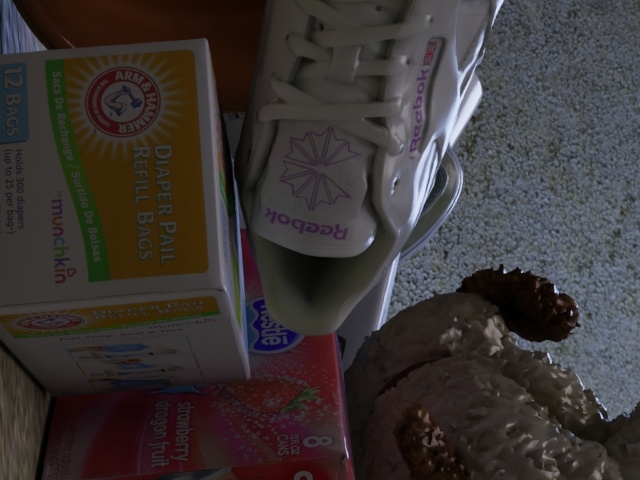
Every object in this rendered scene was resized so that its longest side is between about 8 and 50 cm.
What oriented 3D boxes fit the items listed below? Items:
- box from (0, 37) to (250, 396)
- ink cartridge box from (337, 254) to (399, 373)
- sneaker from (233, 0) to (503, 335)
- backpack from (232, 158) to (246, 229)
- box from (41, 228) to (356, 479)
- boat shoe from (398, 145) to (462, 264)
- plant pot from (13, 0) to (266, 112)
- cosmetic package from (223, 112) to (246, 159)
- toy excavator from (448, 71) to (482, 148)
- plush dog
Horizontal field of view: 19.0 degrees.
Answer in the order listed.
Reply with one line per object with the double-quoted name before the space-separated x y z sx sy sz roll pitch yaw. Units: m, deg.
"box" -0.091 -0.004 0.865 0.203 0.103 0.114 87 -2 -76
"ink cartridge box" -0.027 0.105 1.444 0.223 0.129 0.308 84 20 -85
"sneaker" 0.027 -0.081 0.844 0.305 0.114 0.152 99 6 -46
"backpack" -0.073 0.028 1.262 0.115 0.152 0.182 152 -79 -80
"box" -0.057 0.112 1.048 0.300 0.154 0.142 -94 179 -67
"boat shoe" 0.000 0.000 1.670 0.109 0.302 0.094 60 -13 0
"plant pot" -0.039 -0.234 0.926 0.291 0.290 0.203 85 -16 -50
"cosmetic package" -0.024 -0.142 1.688 0.385 0.217 0.156 -14 84 -82
"toy excavator" 0.011 -0.100 2.139 0.222 0.433 0.445 -59 147 -20
"plush dog" 0.080 0.126 1.214 0.210 0.262 0.225 45 9 -31
